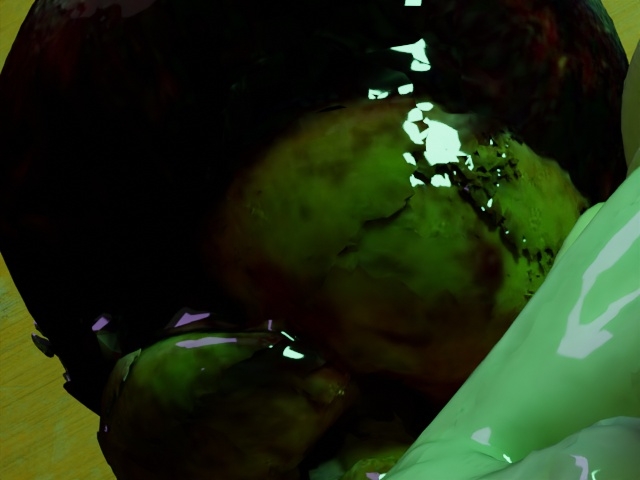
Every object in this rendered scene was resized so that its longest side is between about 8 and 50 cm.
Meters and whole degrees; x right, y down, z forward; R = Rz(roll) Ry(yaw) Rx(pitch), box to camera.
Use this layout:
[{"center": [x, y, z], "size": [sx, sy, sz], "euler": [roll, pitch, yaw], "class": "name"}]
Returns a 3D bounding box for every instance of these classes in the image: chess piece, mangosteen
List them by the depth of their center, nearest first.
[{"center": [0.094, 0.045, 0.401], "size": [0.298, 0.176, 0.176], "euler": [-39, -3, -25], "class": "chess piece"}, {"center": [0.008, -0.004, 0.791], "size": [0.381, 0.421, 0.381], "euler": [-16, -15, -4], "class": "mangosteen"}]
